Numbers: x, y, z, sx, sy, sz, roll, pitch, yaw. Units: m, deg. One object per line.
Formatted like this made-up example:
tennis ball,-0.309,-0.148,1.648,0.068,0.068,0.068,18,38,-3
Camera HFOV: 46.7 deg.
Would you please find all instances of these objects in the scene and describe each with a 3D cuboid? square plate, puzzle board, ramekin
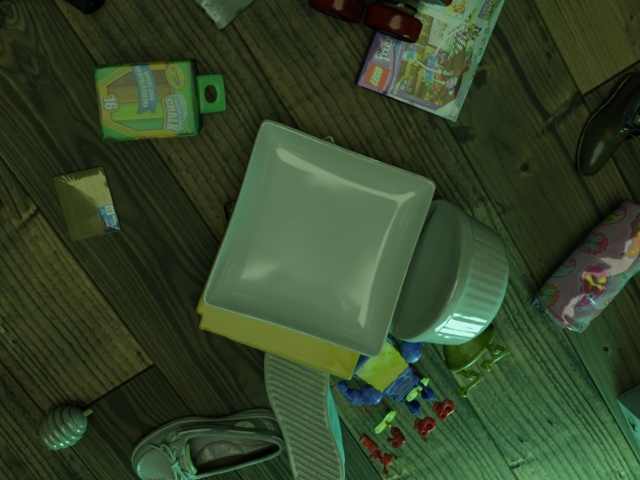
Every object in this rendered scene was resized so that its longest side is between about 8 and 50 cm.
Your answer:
square plate,0.000,0.000,1.350,0.344,0.049,0.347,19,88,-11
puzzle board,-0.444,-0.070,1.411,0.096,0.011,0.128,-13,105,-2
ramekin,0.232,0.069,1.374,0.127,0.273,0.273,19,102,-22

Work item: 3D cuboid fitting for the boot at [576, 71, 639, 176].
boot,0.565,-0.217,1.400,0.082,0.106,0.219,24,101,-10

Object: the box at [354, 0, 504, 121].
box,0.207,-0.390,1.355,0.200,0.057,0.293,19,102,-9

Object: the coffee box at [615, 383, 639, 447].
coffee box,0.780,0.436,1.573,0.168,0.119,0.297,-29,104,2

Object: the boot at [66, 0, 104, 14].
boot,-0.483,-0.448,1.269,0.207,0.094,0.247,33,93,-7

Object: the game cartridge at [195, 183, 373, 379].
game cartridge,-0.045,0.077,1.394,0.323,0.052,0.285,21,87,-9

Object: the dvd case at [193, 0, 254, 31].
dvd case,-0.152,-0.510,1.319,0.221,0.018,0.164,-40,103,6

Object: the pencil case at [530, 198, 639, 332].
pencil case,0.555,0.055,1.466,0.124,0.124,0.284,37,99,-12

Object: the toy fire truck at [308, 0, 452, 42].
toy fire truck,0.058,-0.452,1.201,0.302,0.254,0.169,28,104,31

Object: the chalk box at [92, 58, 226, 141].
chalk box,-0.277,-0.253,1.314,0.213,0.132,0.133,-5,105,-3

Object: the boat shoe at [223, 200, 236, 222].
boat shoe,-0.129,0.011,1.430,0.072,0.068,0.190,-16,106,-15

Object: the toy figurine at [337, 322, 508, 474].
toy figurine,0.155,0.242,1.450,0.217,0.191,0.362,43,96,-8

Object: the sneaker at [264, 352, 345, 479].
sneaker,-0.034,0.330,1.490,0.135,0.150,0.366,-8,81,-2

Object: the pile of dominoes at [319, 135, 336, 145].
pile of dominoes,-0.026,-0.053,1.436,0.195,0.040,0.251,-21,99,-7

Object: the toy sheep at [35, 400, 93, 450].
toy sheep,-0.509,0.368,1.475,0.132,0.091,0.091,-37,104,5

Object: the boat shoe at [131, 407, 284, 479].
boat shoe,-0.229,0.426,1.502,0.320,0.103,0.118,-10,105,-2
